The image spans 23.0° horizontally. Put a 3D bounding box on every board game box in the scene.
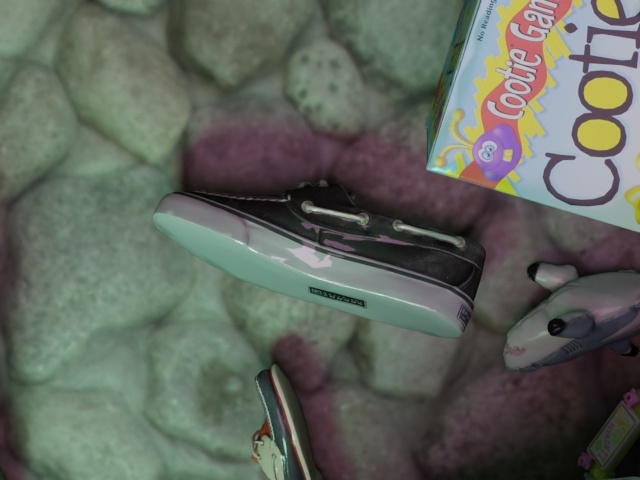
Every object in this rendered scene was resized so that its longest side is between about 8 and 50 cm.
[{"bbox_3d":[0.216,-0.083,0.961,0.275,0.144,0.142,16,105,-1],"label":"board game box"}]

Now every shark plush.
[{"bbox_3d":[0.202,0.050,1.061,0.161,0.073,0.067,-13,125,-13],"label":"shark plush"}]

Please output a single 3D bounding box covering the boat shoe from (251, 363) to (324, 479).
[{"bbox_3d":[-0.026,0.152,1.095,0.043,0.049,0.137,-13,108,10],"label":"boat shoe"}]

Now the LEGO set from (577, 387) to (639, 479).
[{"bbox_3d":[0.279,0.135,1.057,0.287,0.107,0.132,-42,133,9],"label":"LEGO set"}]

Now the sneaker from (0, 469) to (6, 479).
[{"bbox_3d":[-0.274,0.187,1.061,0.108,0.169,0.292,-7,105,5],"label":"sneaker"}]

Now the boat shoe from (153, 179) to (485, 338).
[{"bbox_3d":[0.000,0.000,1.044,0.219,0.078,0.070,18,71,3],"label":"boat shoe"}]

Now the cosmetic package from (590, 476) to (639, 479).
[{"bbox_3d":[0.099,0.392,0.920,0.329,0.327,0.393,46,68,-6],"label":"cosmetic package"}]
